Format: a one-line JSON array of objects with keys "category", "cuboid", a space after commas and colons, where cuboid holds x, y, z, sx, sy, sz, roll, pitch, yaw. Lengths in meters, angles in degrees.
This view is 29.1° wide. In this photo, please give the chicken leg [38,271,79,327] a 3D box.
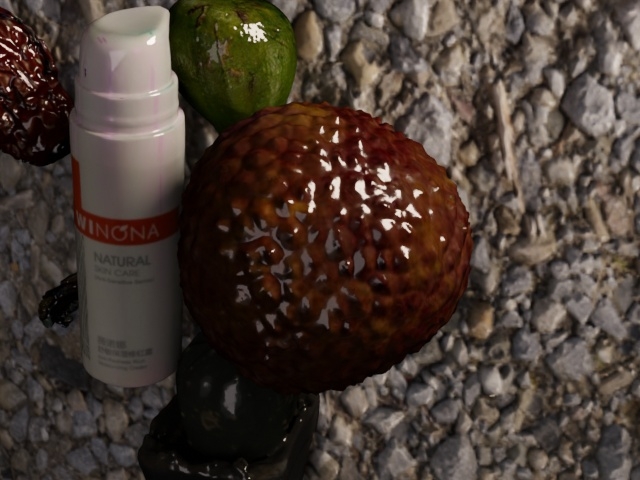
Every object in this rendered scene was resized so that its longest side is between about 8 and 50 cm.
[{"category": "chicken leg", "cuboid": [-0.207, -0.006, 1.221, 0.106, 0.051, 0.253, 35, 112, 13]}]

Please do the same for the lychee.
[{"category": "lychee", "cuboid": [0.000, 0.000, 1.042, 0.260, 0.260, 0.261, 4, 104, 17]}]

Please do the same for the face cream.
[{"category": "face cream", "cuboid": [-0.171, -0.034, 1.100, 0.102, 0.102, 0.346, 12, 121, 15]}]

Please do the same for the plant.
[{"category": "plant", "cuboid": [-0.084, 0.197, 1.176, 0.141, 0.164, 0.256, 10, 117, 15]}]

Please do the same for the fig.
[{"category": "fig", "cuboid": [-0.083, -0.145, 1.113, 0.123, 0.123, 0.156, 13, 116, 15]}]

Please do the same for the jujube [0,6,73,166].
[{"category": "jujube", "cuboid": [-0.304, -0.145, 1.192, 0.104, 0.104, 0.166, -26, 96, 22]}]
